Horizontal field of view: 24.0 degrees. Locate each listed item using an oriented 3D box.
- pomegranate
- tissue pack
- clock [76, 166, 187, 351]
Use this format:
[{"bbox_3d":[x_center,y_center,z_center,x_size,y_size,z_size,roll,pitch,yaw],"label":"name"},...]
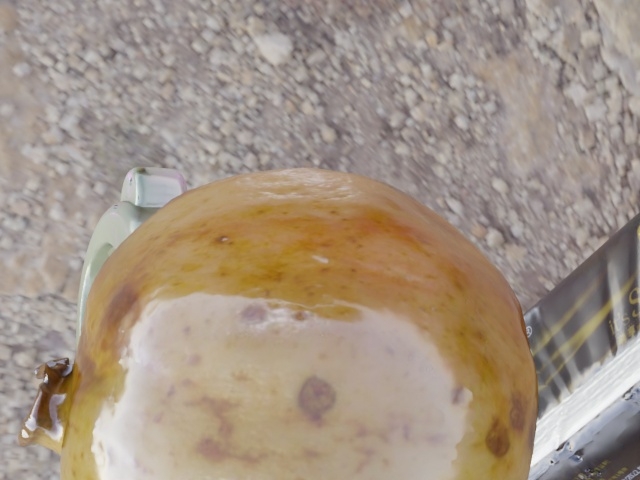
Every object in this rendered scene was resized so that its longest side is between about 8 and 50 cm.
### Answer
[{"bbox_3d":[-0.018,0.069,0.626,0.215,0.215,0.215,-3,79,15],"label":"pomegranate"},{"bbox_3d":[0.321,0.138,1.488,0.370,0.210,0.198,-46,32,37],"label":"tissue pack"},{"bbox_3d":[-0.213,0.087,1.831,0.114,0.309,0.284,3,49,-23],"label":"clock"}]
